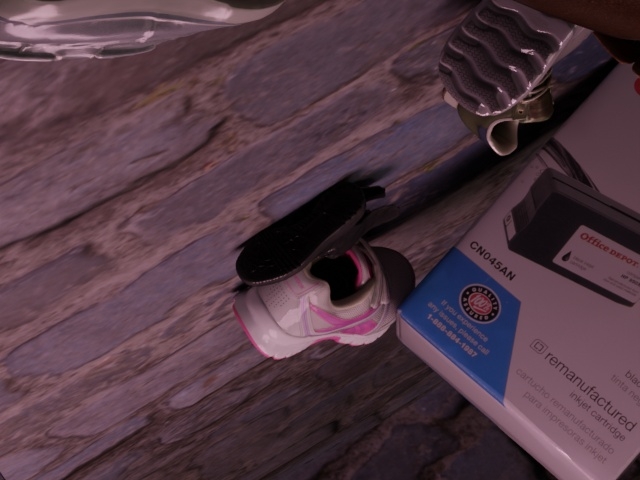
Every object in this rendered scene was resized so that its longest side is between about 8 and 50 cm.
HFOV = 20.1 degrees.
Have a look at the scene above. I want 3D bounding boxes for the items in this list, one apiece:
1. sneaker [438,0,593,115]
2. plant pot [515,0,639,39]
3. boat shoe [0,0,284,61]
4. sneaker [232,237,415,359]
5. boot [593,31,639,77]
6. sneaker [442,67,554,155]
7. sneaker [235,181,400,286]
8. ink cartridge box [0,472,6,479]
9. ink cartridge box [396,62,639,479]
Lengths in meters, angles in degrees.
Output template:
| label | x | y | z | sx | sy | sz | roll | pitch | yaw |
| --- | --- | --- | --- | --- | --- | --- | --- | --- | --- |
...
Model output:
| label | x | y | z | sx | sy | sz | roll | pitch | yaw |
| --- | --- | --- | --- | --- | --- | --- | --- | --- | --- |
| sneaker | 0.204 | -0.219 | 1.410 | 0.281 | 0.105 | 0.115 | -39 | -173 | 30 |
| plant pot | 0.104 | -0.219 | 0.935 | 0.230 | 0.215 | 0.215 | -1 | 147 | -43 |
| boat shoe | -0.112 | -0.136 | 0.956 | 0.227 | 0.079 | 0.081 | -11 | 163 | -48 |
| sneaker | 0.029 | 0.048 | 1.868 | 0.111 | 0.103 | 0.252 | -41 | 166 | 35 |
| boot | 0.373 | -0.174 | 1.530 | 0.220 | 0.283 | 0.109 | -31 | 154 | -46 |
| sneaker | 0.180 | -0.146 | 1.573 | 0.064 | 0.086 | 0.192 | -25 | 164 | -34 |
| sneaker | -0.002 | -0.002 | 1.726 | 0.170 | 0.051 | 0.089 | -36 | 163 | -6 |
| ink cartridge box | -0.441 | 0.217 | 1.253 | 0.395 | 0.151 | 0.270 | -32 | 167 | -3 |
| ink cartridge box | 0.312 | 0.035 | 1.917 | 0.395 | 0.285 | 0.166 | -48 | 168 | -9 |
